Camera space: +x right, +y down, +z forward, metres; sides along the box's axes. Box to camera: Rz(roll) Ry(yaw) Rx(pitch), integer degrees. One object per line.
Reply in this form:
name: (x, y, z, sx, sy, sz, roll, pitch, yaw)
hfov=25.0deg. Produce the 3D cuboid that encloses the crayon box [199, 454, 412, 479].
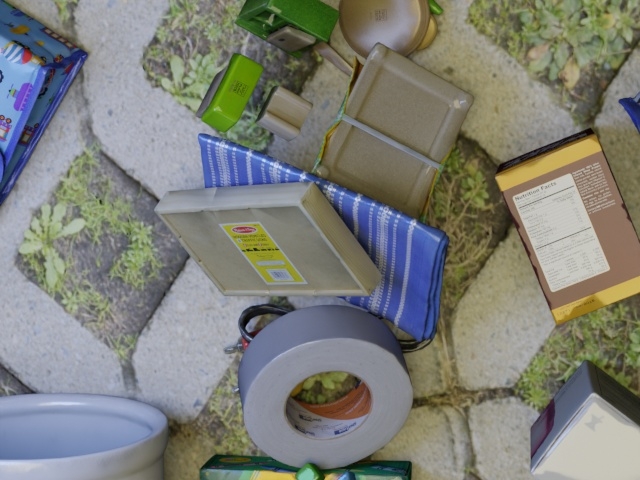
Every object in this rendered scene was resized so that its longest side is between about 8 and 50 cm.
crayon box: (-0.018, 0.379, 1.930, 0.278, 0.081, 0.165, 0, 96, 9)

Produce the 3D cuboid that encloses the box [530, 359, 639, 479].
box: (0.351, 0.256, 1.781, 0.148, 0.232, 0.127, 38, 100, 4)

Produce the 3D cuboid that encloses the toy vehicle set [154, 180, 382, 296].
toy vehicle set: (-0.069, 0.003, 1.810, 0.266, 0.035, 0.166, -2, 135, 43)

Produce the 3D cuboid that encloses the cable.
cable: (0.006, 0.128, 1.927, 0.287, 0.072, 0.140, -20, 79, -1)

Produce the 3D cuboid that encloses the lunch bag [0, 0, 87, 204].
lunch bag: (-0.486, -0.177, 1.937, 0.221, 0.138, 0.293, 32, 112, 3)

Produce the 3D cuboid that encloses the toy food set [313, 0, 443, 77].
toy food set: (0.087, -0.289, 1.867, 0.132, 0.038, 0.192, 42, 112, 8)

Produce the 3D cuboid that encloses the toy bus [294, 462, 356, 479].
toy bus: (-0.034, 0.387, 1.808, 0.202, 0.104, 0.191, -30, 69, 11)

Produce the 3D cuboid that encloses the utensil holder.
utensil holder: (-0.358, 0.423, 1.869, 0.327, 0.327, 0.386, 2, 98, 9)

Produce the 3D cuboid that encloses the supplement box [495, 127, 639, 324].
supplement box: (0.312, -0.023, 1.777, 0.129, 0.191, 0.194, -22, 93, 11)

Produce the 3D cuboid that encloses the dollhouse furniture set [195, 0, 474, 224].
dollhouse furniture set: (0.015, -0.162, 1.815, 0.301, 0.151, 0.198, 28, 81, -15)

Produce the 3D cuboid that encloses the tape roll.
tape roll: (0.005, 0.190, 1.855, 0.219, 0.072, 0.219, -5, 125, -7)

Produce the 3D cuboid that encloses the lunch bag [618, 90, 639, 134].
lunch bag: (0.584, -0.063, 1.704, 0.327, 0.239, 0.385, -29, 114, 10)

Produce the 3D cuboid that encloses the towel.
towel: (0.000, 0.000, 1.806, 0.336, 0.243, 0.040, 23, 61, 13)
